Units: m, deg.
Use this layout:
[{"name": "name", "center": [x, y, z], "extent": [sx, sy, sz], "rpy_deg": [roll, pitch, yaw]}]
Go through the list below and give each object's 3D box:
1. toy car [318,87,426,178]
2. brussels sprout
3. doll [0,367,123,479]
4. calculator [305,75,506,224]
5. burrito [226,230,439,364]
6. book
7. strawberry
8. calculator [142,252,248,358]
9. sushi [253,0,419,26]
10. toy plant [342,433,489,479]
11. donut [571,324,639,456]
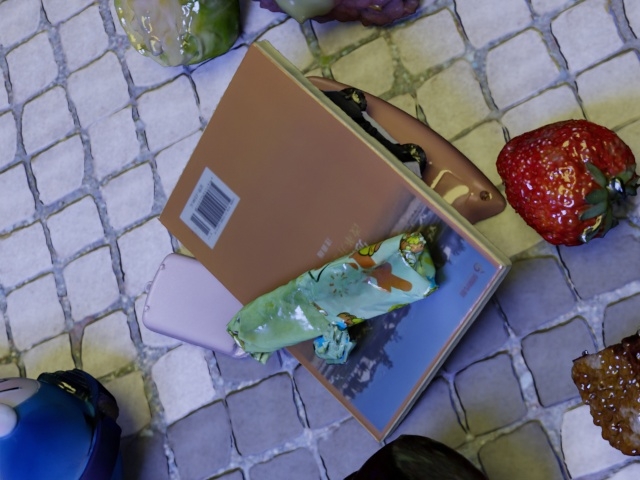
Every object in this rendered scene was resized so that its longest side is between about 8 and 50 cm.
[{"name": "toy car", "center": [0.045, -0.098, 1.456], "extent": [0.170, 0.080, 0.070], "rpy_deg": [47, 123, 25]}, {"name": "brussels sprout", "center": [-0.167, -0.294, 1.650], "extent": [0.149, 0.122, 0.151], "rpy_deg": [25, 120, 35]}, {"name": "doll", "center": [-0.366, 0.261, 1.498], "extent": [0.310, 0.240, 0.284], "rpy_deg": [-2, 45, 39]}, {"name": "calculator", "center": [0.031, -0.060, 1.522], "extent": [0.330, 0.048, 0.220], "rpy_deg": [33, 90, 28]}, {"name": "burrito", "center": [0.015, 0.077, 1.397], "extent": [0.288, 0.054, 0.104], "rpy_deg": [-24, 89, 36]}, {"name": "book", "center": [0.000, 0.000, 1.435], "extent": [0.374, 0.028, 0.262], "rpy_deg": [43, 121, 19]}, {"name": "strawberry", "center": [0.252, -0.070, 1.387], "extent": [0.148, 0.131, 0.131], "rpy_deg": [44, 94, 21]}, {"name": "calculator", "center": [-0.134, 0.074, 1.561], "extent": [0.175, 0.032, 0.100], "rpy_deg": [15, 79, 27]}, {"name": "sushi", "center": [0.003, -0.364, 1.565], "extent": [0.270, 0.171, 0.236], "rpy_deg": [17, 80, 23]}, {"name": "toy plant", "center": [0.080, 0.323, 1.322], "extent": [0.218, 0.175, 0.235], "rpy_deg": [44, 121, 35]}, {"name": "donut", "center": [0.358, 0.123, 1.288], "extent": [0.187, 0.144, 0.126], "rpy_deg": [-15, 71, -14]}]
